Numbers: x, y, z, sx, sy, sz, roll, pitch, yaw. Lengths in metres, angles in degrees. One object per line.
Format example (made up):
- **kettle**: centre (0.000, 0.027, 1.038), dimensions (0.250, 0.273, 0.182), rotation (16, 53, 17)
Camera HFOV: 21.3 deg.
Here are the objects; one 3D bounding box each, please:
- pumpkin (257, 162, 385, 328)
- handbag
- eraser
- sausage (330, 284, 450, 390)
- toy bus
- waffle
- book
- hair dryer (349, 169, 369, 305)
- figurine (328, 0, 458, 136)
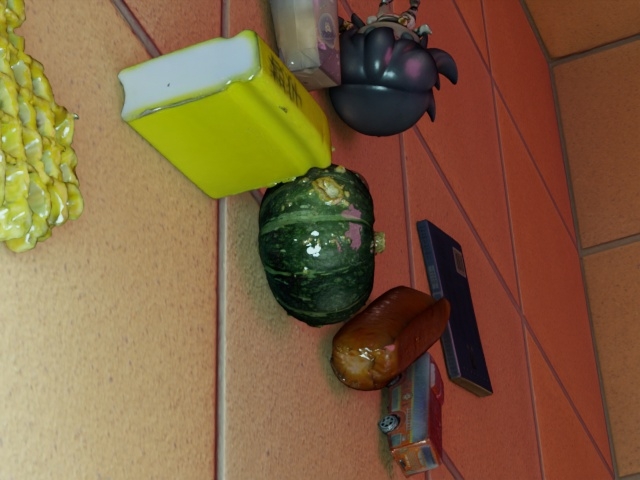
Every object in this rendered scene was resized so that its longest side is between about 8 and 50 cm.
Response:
- **pumpkin**: centre (0.000, 0.001, 1.962), dimensions (0.190, 0.146, 0.190), rotation (160, -90, -88)
- **handbag**: centre (-0.022, -0.294, 2.291), dimensions (0.117, 0.095, 0.173), rotation (36, 48, -72)
- **eraser**: centre (-0.093, -0.127, 1.774), dimensions (0.226, 0.158, 0.069), rotation (43, 36, -58)
- **sausage**: centre (0.090, 0.125, 2.220), dimensions (0.330, 0.102, 0.102), rotation (-29, 103, -69)
- **toy bus**: centre (0.125, 0.228, 2.275), dimensions (0.192, 0.077, 0.065), rotation (-85, 154, -52)
- **waffle**: centre (-0.266, -0.118, 1.390), dimensions (0.249, 0.056, 0.253), rotation (-85, 152, -49)
- **book**: centre (0.220, 0.113, 2.779), dimensions (0.191, 0.025, 0.269), rotation (31, 45, -64)
- **hair dryer**: centre (0.036, 0.000, 2.256), dimensions (0.117, 0.064, 0.181), rotation (-33, 113, -74)
- **figurine**: centre (0.097, -0.257, 2.494), dimensions (0.265, 0.175, 0.197), rotation (-37, 114, -64)
